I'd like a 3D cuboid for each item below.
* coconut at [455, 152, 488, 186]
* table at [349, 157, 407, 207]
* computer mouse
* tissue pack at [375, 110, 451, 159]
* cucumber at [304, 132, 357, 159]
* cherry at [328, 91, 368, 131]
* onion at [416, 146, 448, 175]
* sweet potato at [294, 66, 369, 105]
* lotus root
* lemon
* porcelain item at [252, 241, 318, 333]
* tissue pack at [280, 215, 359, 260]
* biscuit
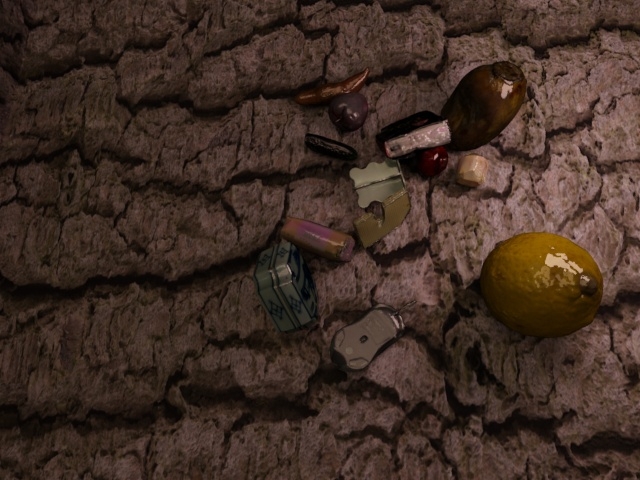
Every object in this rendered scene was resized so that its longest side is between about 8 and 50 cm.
[{"bbox_3d":[0.582,-0.276,1.697,0.116,0.116,0.122,11,82,17],"label":"coconut"},{"bbox_3d":[0.224,-0.231,1.747,0.199,0.166,0.166,-17,71,9],"label":"table"},{"bbox_3d":[0.200,0.338,1.623,0.379,0.090,0.167,-35,69,-4],"label":"computer mouse"},{"bbox_3d":[0.339,-0.400,1.687,0.245,0.332,0.123,-17,107,8],"label":"tissue pack"},{"bbox_3d":[0.044,-0.396,1.887,0.242,0.074,0.074,21,80,17],"label":"cucumber"},{"bbox_3d":[0.118,-0.549,1.881,0.176,0.140,0.176,2,58,-3],"label":"cherry"},{"bbox_3d":[0.441,-0.319,1.739,0.131,0.131,0.131,-4,73,13],"label":"onion"},{"bbox_3d":[0.060,-0.648,1.948,0.355,0.095,0.106,-18,115,10],"label":"sweet potato"},{"bbox_3d":[0.598,-0.497,1.617,0.251,0.346,0.250,4,68,-10],"label":"lotus root"},{"bbox_3d":[0.698,0.140,1.407,0.350,0.387,0.349,1,83,-10],"label":"lemon"},{"bbox_3d":[-0.117,0.168,1.622,0.157,0.281,0.285,-20,113,12],"label":"porcelain item"},{"bbox_3d":[0.000,0.000,1.709,0.257,0.215,0.122,18,89,19],"label":"tissue pack"},{"bbox_3d":[0.240,-0.082,1.699,0.250,0.147,0.046,-34,46,-6],"label":"biscuit"}]
